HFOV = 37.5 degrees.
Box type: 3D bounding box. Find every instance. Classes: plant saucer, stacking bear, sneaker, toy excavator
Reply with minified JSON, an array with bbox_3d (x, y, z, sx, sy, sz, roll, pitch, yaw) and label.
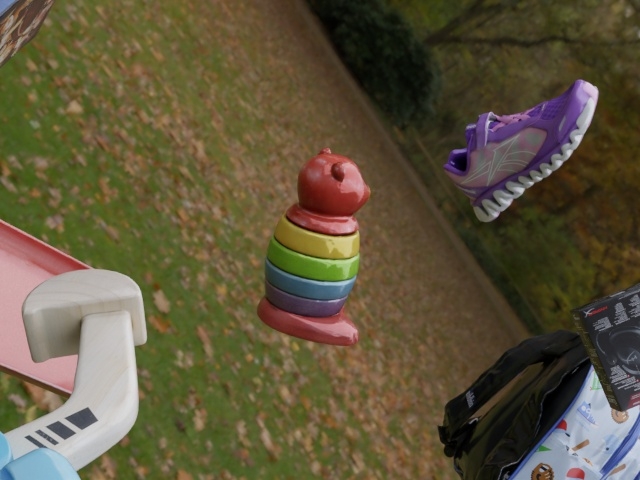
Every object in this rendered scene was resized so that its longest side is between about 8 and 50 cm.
[{"bbox_3d":[-0.410,0.108,1.356,0.259,0.048,0.258,34,30,-40],"label":"plant saucer"},{"bbox_3d":[0.000,0.000,1.525,0.164,0.289,0.175,8,18,-15],"label":"stacking bear"},{"bbox_3d":[0.231,-0.119,1.137,0.104,0.236,0.095,39,48,-5],"label":"sneaker"},{"bbox_3d":[-0.286,0.237,0.877,0.433,0.445,0.222,38,-41,38],"label":"toy excavator"}]

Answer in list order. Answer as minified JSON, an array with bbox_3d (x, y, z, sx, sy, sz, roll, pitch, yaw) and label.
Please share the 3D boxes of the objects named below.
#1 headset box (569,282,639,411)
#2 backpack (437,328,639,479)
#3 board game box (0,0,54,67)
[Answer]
[{"bbox_3d":[0.220,0.076,0.654,0.032,0.062,0.083,58,9,-86],"label":"headset box"},{"bbox_3d":[0.313,0.256,1.242,0.213,0.263,0.276,32,6,-9],"label":"backpack"},{"bbox_3d":[-0.316,-0.179,0.850,0.042,0.165,0.243,40,50,-12],"label":"board game box"}]
